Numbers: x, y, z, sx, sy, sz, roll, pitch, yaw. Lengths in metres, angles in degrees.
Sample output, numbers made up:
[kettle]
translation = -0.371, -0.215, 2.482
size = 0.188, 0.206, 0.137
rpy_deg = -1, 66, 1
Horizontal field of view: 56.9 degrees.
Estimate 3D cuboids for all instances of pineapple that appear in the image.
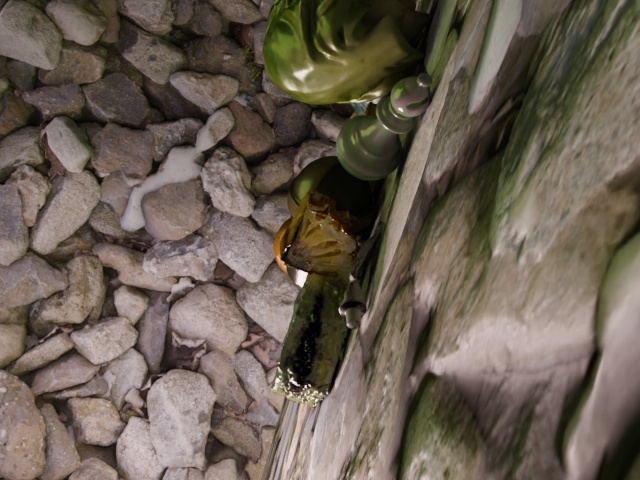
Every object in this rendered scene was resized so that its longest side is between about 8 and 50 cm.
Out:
[pineapple]
translation = 0.000, 0.000, 1.272
size = 0.237, 0.186, 0.114
rpy_deg = 60, -167, -25

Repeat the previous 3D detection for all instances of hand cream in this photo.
[hand cream]
translation = 0.078, 0.068, 1.137
size = 0.257, 0.050, 0.084
rpy_deg = -71, -4, -45

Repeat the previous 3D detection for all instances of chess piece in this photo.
[chess piece]
translation = 0.135, -0.225, 1.111
size = 0.272, 0.139, 0.139
rpy_deg = 134, 154, -62

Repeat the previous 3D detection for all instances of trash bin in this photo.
[trash bin]
translation = 0.019, -0.046, 1.428
size = 0.214, 0.214, 0.334
rpy_deg = -76, -3, -53

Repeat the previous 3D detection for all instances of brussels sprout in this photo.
[brussels sprout]
translation = 0.039, -0.490, 1.418
size = 0.361, 0.342, 0.425
rpy_deg = -39, 25, 33

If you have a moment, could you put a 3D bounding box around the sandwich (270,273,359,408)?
[sandwich]
translation = -0.017, 0.220, 1.346
size = 0.325, 0.131, 0.262
rpy_deg = 112, 176, -63

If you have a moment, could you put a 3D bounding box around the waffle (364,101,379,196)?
[waffle]
translation = 0.114, -0.185, 1.570
size = 0.213, 0.091, 0.308
rpy_deg = -76, 3, -48

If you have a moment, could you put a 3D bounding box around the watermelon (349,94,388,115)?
[watermelon]
translation = 0.163, -0.505, 1.683
size = 0.318, 0.148, 0.226
rpy_deg = -59, 1, 39

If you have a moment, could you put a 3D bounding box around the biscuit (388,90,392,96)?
[biscuit]
translation = 0.201, -0.428, 1.824
size = 0.236, 0.039, 0.180
rpy_deg = -75, 9, -49

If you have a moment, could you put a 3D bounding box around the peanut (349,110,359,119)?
[peanut]
translation = 0.134, -0.317, 1.964
size = 0.125, 0.111, 0.275
rpy_deg = -93, 15, -72

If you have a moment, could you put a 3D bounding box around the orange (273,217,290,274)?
[orange]
translation = -0.016, 0.022, 1.699
size = 0.171, 0.240, 0.240
rpy_deg = 56, 139, 44
